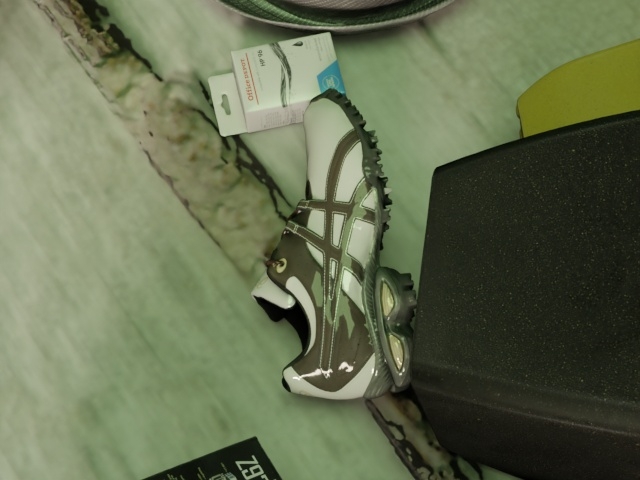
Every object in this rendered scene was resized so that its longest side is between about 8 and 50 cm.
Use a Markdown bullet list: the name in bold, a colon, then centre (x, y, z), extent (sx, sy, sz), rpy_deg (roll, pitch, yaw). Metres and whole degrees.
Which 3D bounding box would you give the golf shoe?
- **golf shoe**: centre (0.000, 0.000, 0.834), extent (0.094, 0.077, 0.198), rpy_deg (-10, 66, -4)

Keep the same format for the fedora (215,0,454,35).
- **fedora**: centre (-0.001, -0.271, 0.926), extent (0.243, 0.124, 0.275), rpy_deg (-28, 70, -12)

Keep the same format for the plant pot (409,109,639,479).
- **plant pot**: centre (0.144, 0.043, 0.769), extent (0.167, 0.188, 0.187), rpy_deg (2, 66, 15)

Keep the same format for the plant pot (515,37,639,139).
- **plant pot**: centre (0.166, -0.065, 0.863), extent (0.083, 0.081, 0.081), rpy_deg (-10, 66, 7)

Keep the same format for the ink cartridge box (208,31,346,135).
- **ink cartridge box**: centre (-0.029, -0.101, 0.903), extent (0.083, 0.028, 0.048), rpy_deg (-12, 67, -5)

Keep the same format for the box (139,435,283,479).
- **box**: centre (-0.057, 0.210, 0.707), extent (0.147, 0.077, 0.180), rpy_deg (-17, 64, -41)
